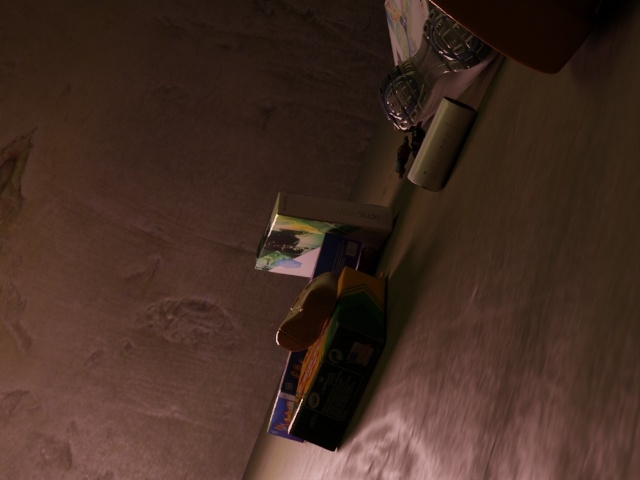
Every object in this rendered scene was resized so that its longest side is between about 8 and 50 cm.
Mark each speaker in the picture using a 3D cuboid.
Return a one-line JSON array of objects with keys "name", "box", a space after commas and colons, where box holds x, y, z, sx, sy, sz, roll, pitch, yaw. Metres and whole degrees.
[{"name": "speaker", "box": [0.181, -0.145, 1.463, 0.055, 0.055, 0.136, -76, 8, -72]}]

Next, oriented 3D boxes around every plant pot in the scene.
[{"name": "plant pot", "box": [0.179, -0.323, 0.893, 0.203, 0.291, 0.291, -48, 12, 27]}]

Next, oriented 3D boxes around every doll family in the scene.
[{"name": "doll family", "box": [0.172, -0.214, 1.898, 0.111, 0.076, 0.193, 114, 151, -79]}]

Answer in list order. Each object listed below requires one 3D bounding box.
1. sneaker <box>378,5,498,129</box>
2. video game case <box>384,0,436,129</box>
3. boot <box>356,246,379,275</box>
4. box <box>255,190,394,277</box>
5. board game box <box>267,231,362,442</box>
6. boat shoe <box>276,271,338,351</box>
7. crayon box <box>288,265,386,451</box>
[{"name": "sneaker", "box": [0.208, -0.285, 1.485, 0.129, 0.111, 0.297, -20, -13, -39]}, {"name": "video game case", "box": [0.196, -0.405, 1.981, 0.329, 0.036, 0.299, 123, 138, -80]}, {"name": "boot", "box": [0.078, 0.080, 1.906, 0.106, 0.037, 0.114, 94, -163, -58]}, {"name": "box", "box": [0.000, 0.000, 2.023, 0.322, 0.232, 0.058, 116, 160, -65]}, {"name": "board game box", "box": [-0.012, 0.192, 1.916, 0.233, 0.078, 0.347, 107, 179, -58]}, {"name": "boat shoe", "box": [-0.015, 0.113, 1.548, 0.170, 0.063, 0.059, -52, 10, 41]}, {"name": "crayon box", "box": [0.032, 0.174, 1.588, 0.318, 0.081, 0.202, -75, 7, -73]}]
